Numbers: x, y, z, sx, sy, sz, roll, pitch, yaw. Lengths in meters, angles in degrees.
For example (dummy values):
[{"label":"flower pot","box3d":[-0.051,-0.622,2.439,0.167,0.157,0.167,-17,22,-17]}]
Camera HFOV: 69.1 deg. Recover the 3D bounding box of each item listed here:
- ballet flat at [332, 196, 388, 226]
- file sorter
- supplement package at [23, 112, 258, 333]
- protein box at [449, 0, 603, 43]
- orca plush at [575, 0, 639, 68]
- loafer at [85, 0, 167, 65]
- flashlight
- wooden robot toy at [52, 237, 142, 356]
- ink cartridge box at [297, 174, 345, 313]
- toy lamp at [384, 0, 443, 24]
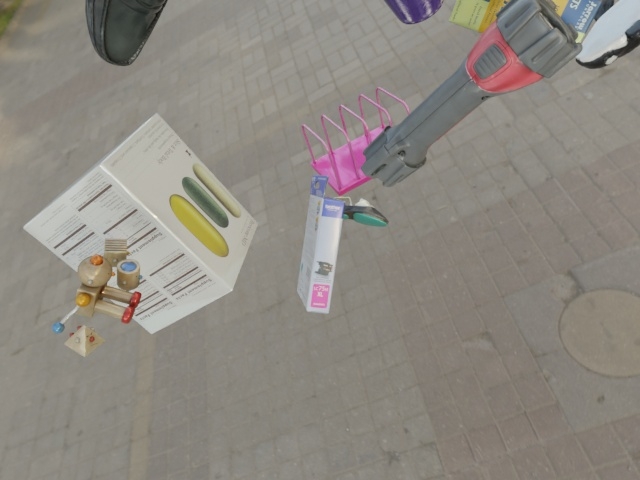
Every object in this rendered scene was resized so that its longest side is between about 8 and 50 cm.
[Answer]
[{"label":"ballet flat","box3d":[0.089,-0.085,1.279,0.203,0.074,0.074,7,59,8]},{"label":"file sorter","box3d":[0.117,-0.318,1.431,0.290,0.182,0.202,-29,44,-9]},{"label":"supplement package","box3d":[-0.278,-0.026,0.780,0.198,0.263,0.199,-29,27,24]},{"label":"protein box","box3d":[0.353,-0.406,0.779,0.201,0.136,0.200,26,33,14]},{"label":"orca plush","box3d":[0.650,-0.458,0.925,0.287,0.102,0.151,-60,30,12]},{"label":"loafer","box3d":[-0.193,-0.283,0.495,0.078,0.076,0.223,48,125,20]},{"label":"flashlight","box3d":[0.186,-0.187,0.634,0.304,0.103,0.103,-40,30,46]},{"label":"wooden robot toy","box3d":[-0.249,0.045,0.542,0.076,0.079,0.173,13,36,-10]},{"label":"ink cartridge box","box3d":[0.000,0.000,1.118,0.186,0.065,0.311,-142,58,-77]},{"label":"toy lamp","box3d":[0.045,-0.325,0.406,0.080,0.275,0.080,-18,45,20]}]
